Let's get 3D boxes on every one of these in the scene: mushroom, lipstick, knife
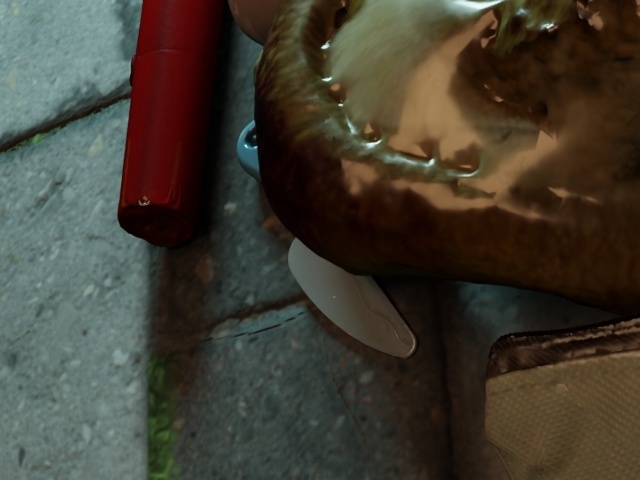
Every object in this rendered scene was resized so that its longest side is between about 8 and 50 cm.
[{"bbox_3d":[0.130,-0.112,0.786,0.346,0.259,0.345,-5,60,8],"label":"mushroom"},{"bbox_3d":[-0.120,-0.133,1.113,0.073,0.073,0.279,-12,61,30],"label":"lipstick"},{"bbox_3d":[-0.002,0.001,0.998,0.058,0.032,0.244,-36,56,11],"label":"knife"}]

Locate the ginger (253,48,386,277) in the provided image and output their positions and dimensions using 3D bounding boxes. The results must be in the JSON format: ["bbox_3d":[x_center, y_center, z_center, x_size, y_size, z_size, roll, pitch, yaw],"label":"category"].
[{"bbox_3d":[0.011,-0.066,0.966,0.080,0.104,0.204,-49,47,37],"label":"ginger"}]

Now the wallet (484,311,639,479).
[{"bbox_3d":[0.254,0.131,0.660,0.335,0.068,0.274,-15,90,30],"label":"wallet"}]

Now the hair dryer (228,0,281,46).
[{"bbox_3d":[0.063,-0.301,1.068,0.189,0.107,0.344,0,59,37],"label":"hair dryer"}]
